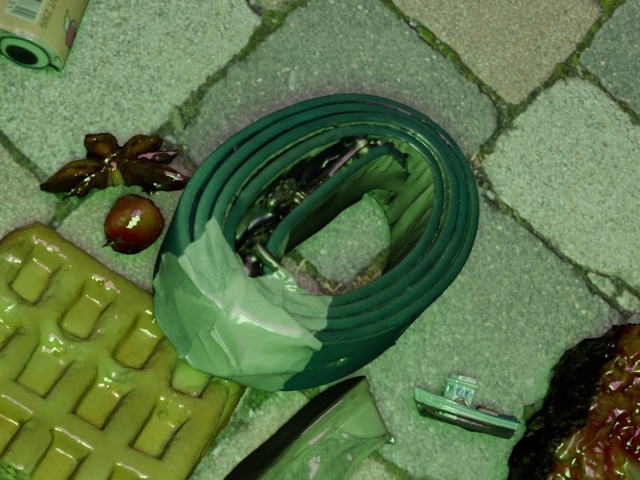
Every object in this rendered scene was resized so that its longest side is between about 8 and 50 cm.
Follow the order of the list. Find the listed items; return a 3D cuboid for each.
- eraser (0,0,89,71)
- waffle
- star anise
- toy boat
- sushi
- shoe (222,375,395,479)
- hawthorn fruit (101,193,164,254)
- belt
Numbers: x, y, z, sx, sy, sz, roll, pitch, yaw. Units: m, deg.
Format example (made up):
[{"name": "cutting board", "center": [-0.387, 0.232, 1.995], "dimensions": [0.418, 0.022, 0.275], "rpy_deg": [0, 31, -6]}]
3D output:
[{"name": "eraser", "center": [-0.377, -0.376, 1.525], "dimensions": [0.171, 0.087, 0.290], "rpy_deg": [18, 66, -9]}, {"name": "waffle", "center": [-0.271, 0.154, 1.301], "dimensions": [0.348, 0.077, 0.304], "rpy_deg": [32, 47, -3]}, {"name": "star anise", "center": [-0.249, -0.100, 1.439], "dimensions": [0.212, 0.053, 0.157], "rpy_deg": [-9, 35, 10]}, {"name": "toy boat", "center": [0.183, 0.204, 1.445], "dimensions": [0.140, 0.059, 0.066], "rpy_deg": [16, 82, -4]}, {"name": "sushi", "center": [0.342, 0.252, 1.405], "dimensions": [0.196, 0.182, 0.343], "rpy_deg": [28, 61, 5]}, {"name": "shoe", "center": [-0.024, 0.272, 1.345], "dimensions": [0.275, 0.103, 0.098], "rpy_deg": [-39, 95, -23]}, {"name": "hawthorn fruit", "center": [-0.230, -0.019, 1.425], "dimensions": [0.077, 0.077, 0.077], "rpy_deg": [5, 67, -13]}, {"name": "belt", "center": [0.001, -0.001, 1.391], "dimensions": [0.436, 0.173, 0.300], "rpy_deg": [-36, 77, -33]}]
